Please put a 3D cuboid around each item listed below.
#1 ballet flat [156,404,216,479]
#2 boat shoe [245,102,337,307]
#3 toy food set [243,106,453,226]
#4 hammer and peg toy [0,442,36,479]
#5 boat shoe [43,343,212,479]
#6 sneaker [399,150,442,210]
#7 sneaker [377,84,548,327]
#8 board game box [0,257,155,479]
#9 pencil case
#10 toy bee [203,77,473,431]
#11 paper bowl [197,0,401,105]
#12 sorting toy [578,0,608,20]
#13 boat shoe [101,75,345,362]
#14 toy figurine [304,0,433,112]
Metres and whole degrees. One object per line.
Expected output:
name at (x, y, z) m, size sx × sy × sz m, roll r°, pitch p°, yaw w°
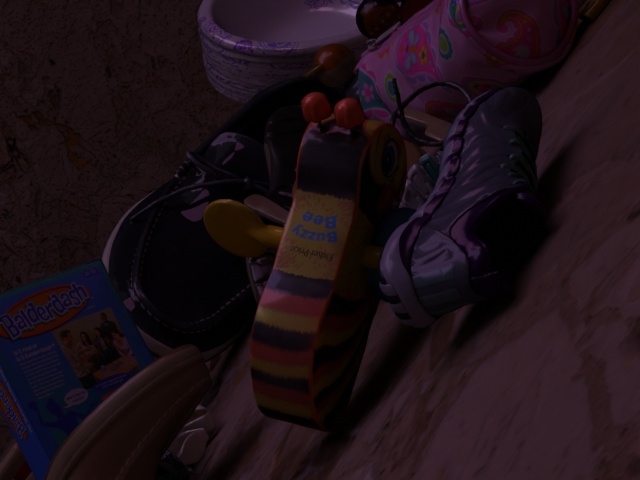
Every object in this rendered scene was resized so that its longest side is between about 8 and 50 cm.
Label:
ballet flat at (-0.129, 0.187, 1.749) m, size 0.070 × 0.070 × 0.188 m, roll -49°, pitch 10°, yaw 21°
boat shoe at (0.000, 0.000, 1.676) m, size 0.324 × 0.123 × 0.120 m, roll -82°, pitch -6°, yaw -55°
toy food set at (0.039, -0.045, 1.604) m, size 0.192 × 0.038 × 0.132 m, roll -31°, pitch 34°, yaw -23°
hammer and peg toy at (-0.326, 0.268, 2.237) m, size 0.266 × 0.127 × 0.361 m, roll -43°, pitch 11°, yaw 40°
boat shoe at (-0.185, 0.239, 1.614) m, size 0.341 × 0.110 × 0.122 m, roll -53°, pitch -14°, yaw 16°
sneaker at (0.079, -0.020, 1.500) m, size 0.166 × 0.065 × 0.076 m, roll -41°, pitch -4°, yaw 38°
sneaker at (0.125, -0.027, 1.239) m, size 0.098 × 0.083 × 0.223 m, roll -12°, pitch 35°, yaw 39°
board game box at (-0.240, 0.137, 1.837) m, size 0.160 × 0.210 × 0.047 m, roll -20°, pitch -14°, yaw -37°
pencil case at (0.123, -0.169, 1.665) m, size 0.124 × 0.124 × 0.284 m, roll -54°, pitch 9°, yaw -20°
toy bee at (0.006, -0.025, 1.336) m, size 0.195 × 0.162 × 0.298 m, roll -9°, pitch 57°, yaw 16°
paper bowl at (-0.011, -0.250, 2.423) m, size 0.284 × 0.284 × 0.148 m, roll -62°, pitch -29°, yaw -54°
sorting toy at (0.256, -0.277, 1.658) m, size 0.132 × 0.046 × 0.274 m, roll -48°, pitch 9°, yaw 26°
boat shoe at (-0.096, -0.037, 2.116) m, size 0.156 × 0.187 × 0.500 m, roll -53°, pitch 0°, yaw 40°
toy figurine at (0.099, -0.239, 2.020) m, size 0.209 × 0.148 × 0.213 m, roll -55°, pitch 9°, yaw -24°
